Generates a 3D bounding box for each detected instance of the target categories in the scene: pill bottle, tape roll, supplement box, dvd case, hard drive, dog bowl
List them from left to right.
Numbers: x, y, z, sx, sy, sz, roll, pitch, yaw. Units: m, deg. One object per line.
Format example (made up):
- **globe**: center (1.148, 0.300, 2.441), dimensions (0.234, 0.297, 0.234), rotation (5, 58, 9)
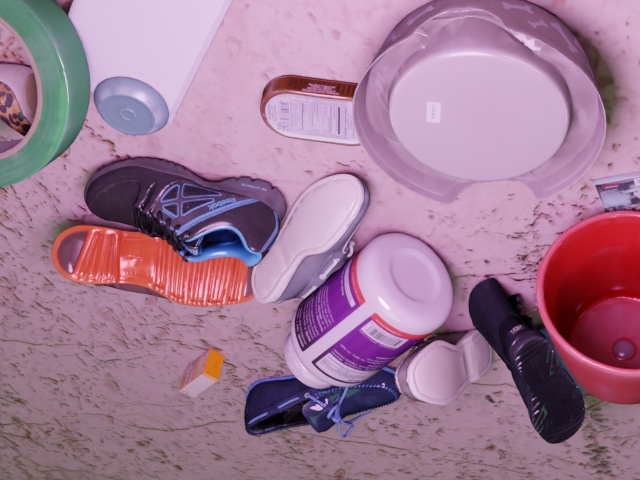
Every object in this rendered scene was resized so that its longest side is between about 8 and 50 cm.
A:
- **tape roll**: center (-0.498, -0.240, 1.758), dimensions (0.321, 0.077, 0.321), rotation (6, 114, 14)
- **hard drive**: center (-0.259, -0.310, 1.735), dimensions (0.203, 0.040, 0.307), rotation (23, 140, -12)
- **supplement box**: center (-0.236, 0.264, 2.386), dimensions (0.036, 0.062, 0.098), rotation (31, 137, -21)
- **pill bottle**: center (0.070, 0.133, 2.053), dimensions (0.181, 0.182, 0.323), rotation (29, 139, -18)
- **dog bowl**: center (0.223, -0.195, 1.685), dimensions (0.348, 0.102, 0.349), rotation (8, 139, 7)
- **dvd case**: center (0.479, -0.057, 1.844), dimensions (0.087, 0.013, 0.119), rotation (-10, 136, 26)

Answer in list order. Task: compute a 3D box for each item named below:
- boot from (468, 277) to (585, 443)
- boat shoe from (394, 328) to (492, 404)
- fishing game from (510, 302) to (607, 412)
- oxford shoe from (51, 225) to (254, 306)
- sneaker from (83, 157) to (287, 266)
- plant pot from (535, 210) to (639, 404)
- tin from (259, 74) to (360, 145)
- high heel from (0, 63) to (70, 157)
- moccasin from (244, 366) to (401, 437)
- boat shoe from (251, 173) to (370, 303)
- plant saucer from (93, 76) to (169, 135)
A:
- **boot**: center (0.344, 0.198, 2.027), dimensions (0.094, 0.207, 0.246), rotation (-29, 121, 0)
- **boat shoe**: center (0.199, 0.217, 2.066), dimensions (0.091, 0.305, 0.109), rotation (-7, 93, 31)
- **fishing game**: center (0.426, 0.215, 2.160), dimensions (0.264, 0.041, 0.189), rotation (38, 135, -15)
- **oxford shoe**: center (-0.286, 0.040, 2.123), dimensions (0.363, 0.130, 0.133), rotation (12, 174, -9)
- **sneaker**: center (-0.232, -0.044, 1.963), dimensions (0.340, 0.140, 0.125), rotation (6, 140, 10)
- **plant pot**: center (0.478, 0.127, 1.877), dimensions (0.274, 0.275, 0.243), rotation (2, 153, 13)
- **tin**: center (0.002, -0.192, 1.804), dimensions (0.189, 0.040, 0.106), rotation (8, 144, 7)
- **high heel**: center (-0.520, -0.210, 1.878), dimensions (0.186, 0.093, 0.261), rotation (-24, 113, 31)
- **moccasin**: center (0.005, 0.330, 2.351), dimensions (0.342, 0.117, 0.138), rotation (-17, 132, 31)
- **boat shoe**: center (0.000, 0.000, 1.989), dimensions (0.099, 0.116, 0.319), rotation (6, 141, -35)
- **plant saucer**: center (-0.291, -0.198, 1.829), dimensions (0.119, 0.021, 0.119), rotation (9, 141, 7)
